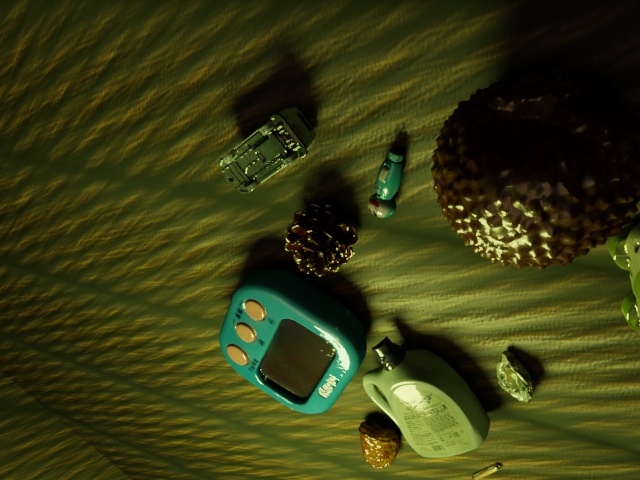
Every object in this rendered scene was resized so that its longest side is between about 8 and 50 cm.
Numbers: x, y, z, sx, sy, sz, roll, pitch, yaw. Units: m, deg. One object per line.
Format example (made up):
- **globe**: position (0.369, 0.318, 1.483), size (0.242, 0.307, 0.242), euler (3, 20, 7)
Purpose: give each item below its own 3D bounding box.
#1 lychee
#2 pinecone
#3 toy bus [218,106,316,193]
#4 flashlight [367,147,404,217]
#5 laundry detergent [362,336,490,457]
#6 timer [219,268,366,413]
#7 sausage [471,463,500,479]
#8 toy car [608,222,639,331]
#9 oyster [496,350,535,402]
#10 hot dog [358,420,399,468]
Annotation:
- **lychee**: position (0.279, -0.079, 0.731), size (0.267, 0.267, 0.268), euler (16, 129, 20)
- **pinecone**: position (0.000, 0.001, 1.036), size (0.140, 0.121, 0.140), euler (10, 127, 14)
- **toy bus**: position (-0.095, -0.160, 0.994), size (0.193, 0.089, 0.087), euler (-28, 107, 41)
- **flashlight**: position (0.115, -0.096, 0.949), size (0.051, 0.051, 0.129), euler (23, 125, 15)
- **laundry detergent**: position (0.194, 0.318, 1.161), size (0.280, 0.105, 0.214), euler (47, 135, -10)
- **timer**: position (-0.066, 0.226, 1.243), size (0.308, 0.115, 0.340), euler (32, 133, 8)
- **sausage**: position (0.374, 0.526, 1.268), size (0.015, 0.015, 0.100), euler (37, 133, 2)
- **toy car**: position (0.539, 0.062, 0.766), size (0.234, 0.145, 0.235), euler (4, 117, 7)
- **oyster**: position (0.372, 0.263, 1.071), size (0.098, 0.037, 0.100), euler (46, 157, 19)
- **hot dog**: position (0.138, 0.489, 1.349), size (0.099, 0.065, 0.147), euler (9, 133, 25)
